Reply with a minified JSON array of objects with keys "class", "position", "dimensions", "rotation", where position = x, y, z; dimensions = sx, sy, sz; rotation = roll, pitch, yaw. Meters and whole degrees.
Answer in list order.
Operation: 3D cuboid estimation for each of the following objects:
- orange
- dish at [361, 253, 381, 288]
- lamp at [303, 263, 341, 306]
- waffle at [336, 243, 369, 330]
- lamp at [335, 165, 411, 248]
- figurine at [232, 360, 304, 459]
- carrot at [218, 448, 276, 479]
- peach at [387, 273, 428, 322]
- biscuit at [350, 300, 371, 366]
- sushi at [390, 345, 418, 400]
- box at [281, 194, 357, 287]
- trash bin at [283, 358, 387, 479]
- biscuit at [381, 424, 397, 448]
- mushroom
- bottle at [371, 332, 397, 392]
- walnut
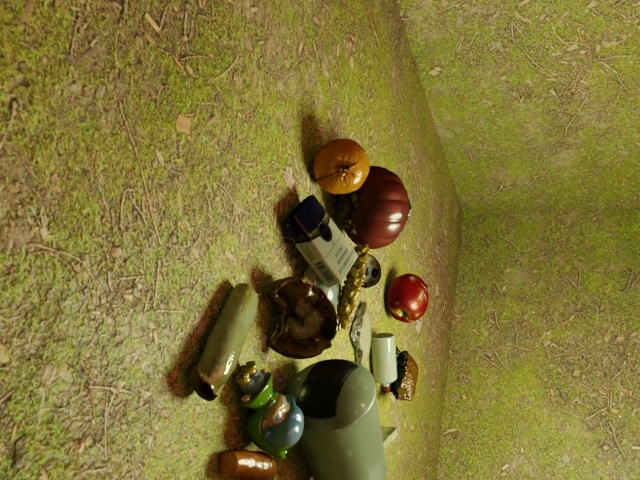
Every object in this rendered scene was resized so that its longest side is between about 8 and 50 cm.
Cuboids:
[{"class":"orange","position":[0.069,-0.247,1.854],"dimensions":[0.161,0.193,0.194],"rotation":[-39,125,-78]},{"class":"dish","position":[0.160,0.125,2.162],"dimensions":[0.141,0.078,0.141],"rotation":[6,72,-20]},{"class":"lamp","position":[0.000,0.163,1.786],"dimensions":[0.246,0.107,0.180],"rotation":[-37,117,-59]},{"class":"waffle","position":[0.100,0.167,1.897],"dimensions":[0.260,0.068,0.293],"rotation":[-75,178,-57]},{"class":"lamp","position":[0.190,-0.119,2.001],"dimensions":[0.256,0.303,0.304],"rotation":[0,88,-21]},{"class":"figurine","position":[-0.139,0.443,1.460],"dimensions":[0.264,0.143,0.162],"rotation":[61,25,-15]},{"class":"carrot","position":[-0.178,0.577,1.415],"dimensions":[0.193,0.087,0.087],"rotation":[51,45,-53]},{"class":"peach","position":[0.402,0.259,2.529],"dimensions":[0.190,0.196,0.226],"rotation":[110,6,-46]},{"class":"biscuit","position":[0.167,0.374,2.199],"dimensions":[0.188,0.040,0.266],"rotation":[24,67,-64]},{"class":"sushi","position":[0.345,0.609,2.444],"dimensions":[0.140,0.149,0.287],"rotation":[39,43,-14]},{"class":"box","position":[0.000,0.000,1.736],"dimensions":[0.259,0.071,0.168],"rotation":[54,36,-14]},{"class":"trash bin","position":[0.054,0.573,1.691],"dimensions":[0.280,0.280,0.433],"rotation":[-56,140,-50]},{"class":"biscuit","position":[0.184,0.757,2.082],"dimensions":[0.252,0.150,0.052],"rotation":[-3,90,-65]},{"class":"mushroom","position":[-0.226,0.240,1.342],"dimensions":[0.312,0.081,0.100],"rotation":[-68,152,-43]},{"class":"bottle","position":[0.268,0.517,2.325],"dimensions":[0.104,0.104,0.246],"rotation":[-13,99,-64]},{"class":"walnut","position":[-0.048,0.215,1.596],"dimensions":[0.141,0.203,0.239],"rotation":[-72,163,-80]}]
